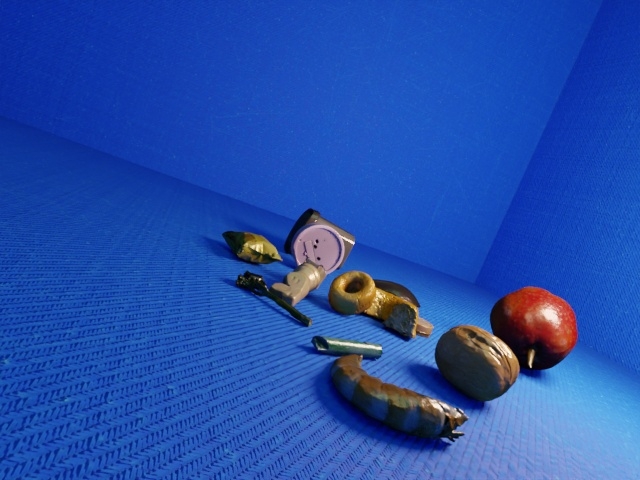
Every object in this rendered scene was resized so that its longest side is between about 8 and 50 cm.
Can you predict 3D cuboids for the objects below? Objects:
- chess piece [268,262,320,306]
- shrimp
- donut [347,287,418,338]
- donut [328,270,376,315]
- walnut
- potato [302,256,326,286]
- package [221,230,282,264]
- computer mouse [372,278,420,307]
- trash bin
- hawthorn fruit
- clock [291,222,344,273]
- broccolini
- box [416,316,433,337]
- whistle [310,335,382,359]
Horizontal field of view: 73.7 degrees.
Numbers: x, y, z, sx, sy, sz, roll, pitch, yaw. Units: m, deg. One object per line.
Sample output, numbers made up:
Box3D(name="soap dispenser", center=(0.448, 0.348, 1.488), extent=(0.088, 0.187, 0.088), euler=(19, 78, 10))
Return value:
Box3D(name="chess piece", center=(-0.073, 0.133, 1.243), extent=(0.090, 0.090, 0.200), euler=(23, 19, 14))
Box3D(name="shrimp", center=(0.106, 0.279, 0.792), extent=(0.185, 0.068, 0.287), euler=(20, -3, -39))
Box3D(name="donut", center=(0.204, 0.217, 1.364), extent=(0.259, 0.101, 0.152), euler=(21, 1, 25))
Box3D(name="donut", center=(0.095, 0.152, 1.287), extent=(0.152, 0.058, 0.151), euler=(-3, 43, 3))
Box3D(name="walnut", center=(0.372, 0.291, 1.033), extent=(0.165, 0.165, 0.197), euler=(16, 17, -35))
Box3D(name="potato", center=(-0.027, 0.110, 1.404), extent=(0.061, 0.086, 0.122), euler=(33, -11, 24))
Box3D(name="package", center=(-0.239, 0.023, 1.474), extent=(0.168, 0.090, 0.226), euler=(14, 7, -28))
Box3D(name="computer mouse", center=(0.244, 0.191, 1.641), extent=(0.296, 0.087, 0.168), euler=(22, 10, 20))
Box3D(name="trash bin", center=(0.000, 0.000, 1.907), extent=(0.250, 0.219, 0.220), euler=(27, 8, -13))
Box3D(name="hawthorn fruit", center=(0.727, 0.328, 1.467), extent=(0.285, 0.284, 0.369), euler=(23, 28, 14))
Box3D(name="clock", center=(-0.012, 0.033, 1.625), extent=(0.197, 0.196, 0.068), euler=(20, 7, -13))
Box3D(name="broccolini", center=(-0.122, 0.157, 1.113), extent=(0.254, 0.071, 0.057), euler=(34, -21, 28))
Box3D(name="box", center=(0.320, 0.280, 1.414), extent=(0.106, 0.037, 0.105), euler=(21, 8, -3))
Box3D(name="whistle", center=(0.062, 0.242, 0.963), extent=(0.186, 0.039, 0.039), euler=(16, 10, -34))
